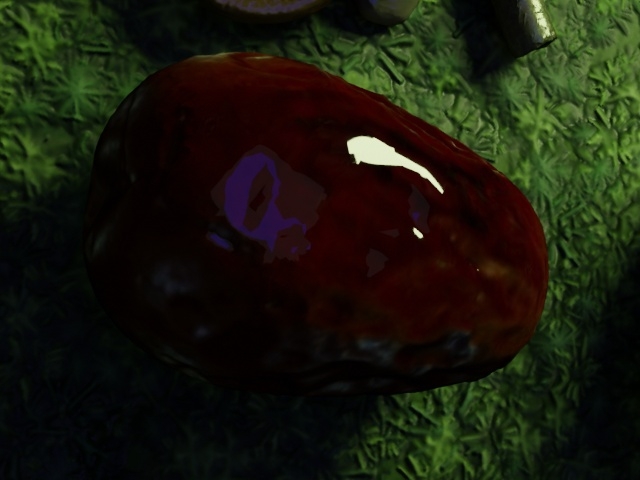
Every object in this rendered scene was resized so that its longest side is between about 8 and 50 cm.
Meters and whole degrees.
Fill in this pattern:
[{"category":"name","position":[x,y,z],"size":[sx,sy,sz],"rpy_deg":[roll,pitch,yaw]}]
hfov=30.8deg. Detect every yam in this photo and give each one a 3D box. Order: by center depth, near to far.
[{"category":"yam","position":[0.158,-0.196,0.938],"size":[0.043,0.043,0.094],"rpy_deg":[-19,92,-20]}]

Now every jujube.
[{"category":"jujube","position":[0.000,0.000,0.789],"size":[0.318,0.223,0.223],"rpy_deg":[15,80,-25]}]

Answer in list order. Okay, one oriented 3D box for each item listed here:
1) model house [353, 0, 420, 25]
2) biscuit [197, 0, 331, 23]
[{"category":"model house","position":[0.091,-0.295,0.862],"size":[0.122,0.188,0.229],"rpy_deg":[-14,91,-36]},{"category":"biscuit","position":[-0.057,-0.237,0.858],"size":[0.170,0.050,0.170],"rpy_deg":[0,85,-5]}]
